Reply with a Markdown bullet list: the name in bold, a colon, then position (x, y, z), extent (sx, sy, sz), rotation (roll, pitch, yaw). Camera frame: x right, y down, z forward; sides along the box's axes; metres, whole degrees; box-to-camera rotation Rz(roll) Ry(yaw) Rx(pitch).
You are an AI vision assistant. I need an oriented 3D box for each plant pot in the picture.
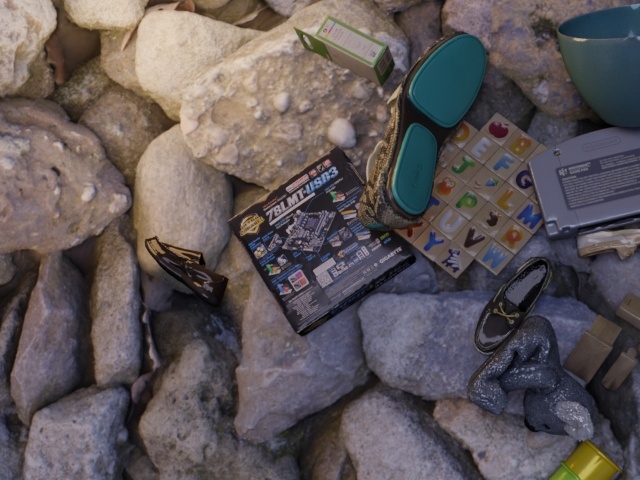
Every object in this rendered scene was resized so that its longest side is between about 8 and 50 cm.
- **plant pot**: position (0.613, -0.332, 1.736), extent (0.290, 0.290, 0.195), rotation (-7, 113, 11)

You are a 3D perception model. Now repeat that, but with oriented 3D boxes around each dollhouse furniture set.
- **dollhouse furniture set**: position (0.582, 0.203, 1.735), extent (0.144, 0.123, 0.151), rotation (33, 52, 17)

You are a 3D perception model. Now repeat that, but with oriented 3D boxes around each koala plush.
- **koala plush**: position (0.415, 0.276, 1.668), extent (0.221, 0.196, 0.203), rotation (42, 98, 10)

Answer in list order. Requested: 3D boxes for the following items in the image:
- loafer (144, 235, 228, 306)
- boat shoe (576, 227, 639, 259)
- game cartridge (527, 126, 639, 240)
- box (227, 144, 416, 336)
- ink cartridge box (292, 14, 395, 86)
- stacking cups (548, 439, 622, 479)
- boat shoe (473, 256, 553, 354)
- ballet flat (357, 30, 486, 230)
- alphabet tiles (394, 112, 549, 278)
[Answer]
- **loafer**: position (-0.286, 0.054, 1.948), extent (0.220, 0.080, 0.078), rotation (37, 79, 12)
- **boat shoe**: position (0.588, 0.009, 1.760), extent (0.170, 0.063, 0.059), rotation (-2, 80, 22)
- **game cartridge**: position (0.569, -0.123, 1.762), extent (0.297, 0.062, 0.198), rotation (-13, 60, 9)
- **box**: position (0.000, 0.000, 1.888), extent (0.295, 0.073, 0.293), rotation (-35, 71, 3)
- **ink cartridge box**: position (0.052, -0.421, 1.945), extent (0.209, 0.109, 0.062), rotation (30, 86, 17)
- **stacking cups**: position (0.426, 0.516, 1.677), extent (0.096, 0.096, 0.316), rotation (40, 92, 17)
- **boat shoe**: position (0.377, 0.125, 1.776), extent (0.081, 0.068, 0.228), rotation (36, 88, 17)
- **ballet flat**: position (0.184, -0.223, 1.830), extent (0.164, 0.182, 0.483), rotation (36, 61, -24)
- **alphabet tiles**: position (0.319, -0.096, 1.832), extent (0.285, 0.011, 0.342), rotation (40, 78, 18)
